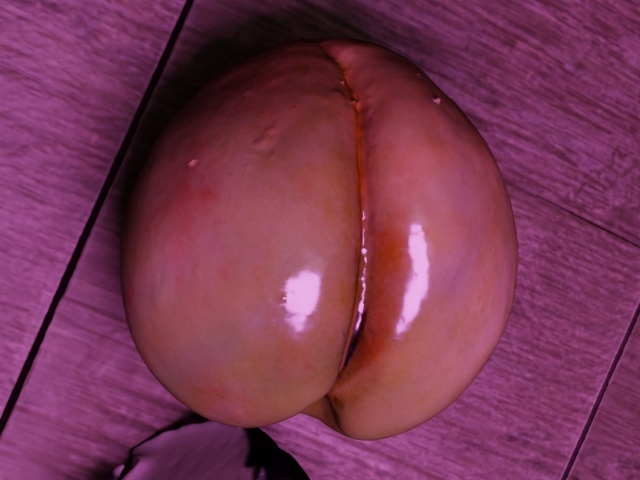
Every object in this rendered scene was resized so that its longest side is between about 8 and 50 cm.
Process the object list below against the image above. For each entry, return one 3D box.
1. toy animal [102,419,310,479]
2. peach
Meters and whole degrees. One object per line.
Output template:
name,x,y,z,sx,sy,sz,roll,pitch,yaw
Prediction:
toy animal,-0.064,0.278,1.055,0.212,0.212,0.267,-32,115,-14
peach,-0.001,0.000,0.999,0.292,0.247,0.292,2,77,-8
